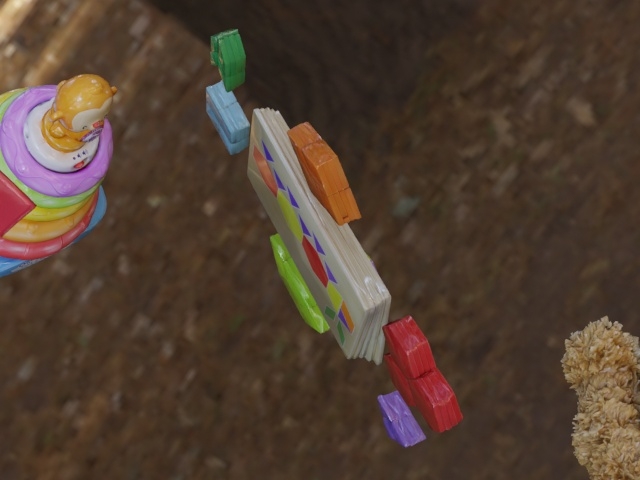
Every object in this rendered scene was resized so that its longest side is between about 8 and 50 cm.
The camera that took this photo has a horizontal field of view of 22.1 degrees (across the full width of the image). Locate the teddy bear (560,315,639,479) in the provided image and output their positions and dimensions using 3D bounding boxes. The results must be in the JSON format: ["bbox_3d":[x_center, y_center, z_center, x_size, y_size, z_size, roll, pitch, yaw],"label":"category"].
[{"bbox_3d":[0.312,0.230,1.547,0.245,0.113,0.338,10,84,24],"label":"teddy bear"}]

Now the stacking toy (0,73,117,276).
[{"bbox_3d":[-0.250,-0.086,1.497,0.175,0.166,0.302,-28,-1,-31],"label":"stacking toy"}]

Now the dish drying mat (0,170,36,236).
[{"bbox_3d":[-0.199,-0.040,0.917,0.032,0.083,0.008,-38,18,23],"label":"dish drying mat"}]

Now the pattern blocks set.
[{"bbox_3d":[0.000,0.000,1.190,0.026,0.325,0.285,-26,-6,-12],"label":"pattern blocks set"}]
